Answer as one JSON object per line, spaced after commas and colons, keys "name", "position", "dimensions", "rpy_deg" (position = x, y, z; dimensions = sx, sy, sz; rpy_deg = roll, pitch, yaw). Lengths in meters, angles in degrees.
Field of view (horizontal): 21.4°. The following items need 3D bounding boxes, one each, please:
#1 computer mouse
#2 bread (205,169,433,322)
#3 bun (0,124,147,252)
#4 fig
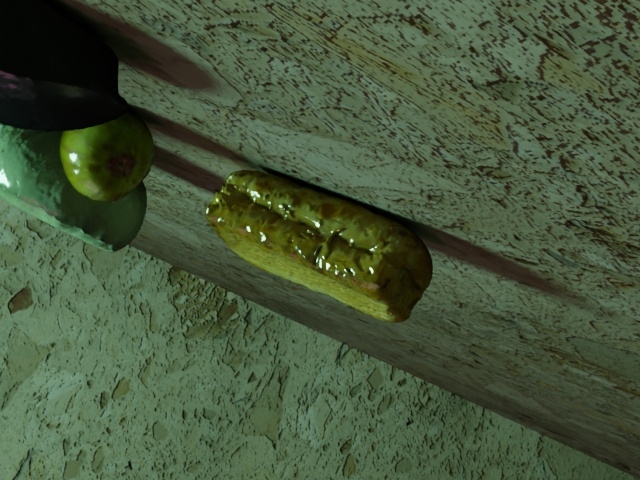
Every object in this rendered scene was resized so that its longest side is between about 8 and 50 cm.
{"name": "computer mouse", "position": [-0.281, -0.157, 1.257], "dimensions": [0.295, 0.087, 0.168], "rpy_deg": [29, 173, -10]}
{"name": "bread", "position": [0.000, 0.000, 1.546], "dimensions": [0.211, 0.083, 0.114], "rpy_deg": [21, 168, 25]}
{"name": "bun", "position": [-0.271, -0.071, 1.803], "dimensions": [0.195, 0.118, 0.195], "rpy_deg": [30, 175, 3]}
{"name": "fig", "position": [-0.202, -0.101, 1.599], "dimensions": [0.093, 0.093, 0.166], "rpy_deg": [26, -159, -20]}
